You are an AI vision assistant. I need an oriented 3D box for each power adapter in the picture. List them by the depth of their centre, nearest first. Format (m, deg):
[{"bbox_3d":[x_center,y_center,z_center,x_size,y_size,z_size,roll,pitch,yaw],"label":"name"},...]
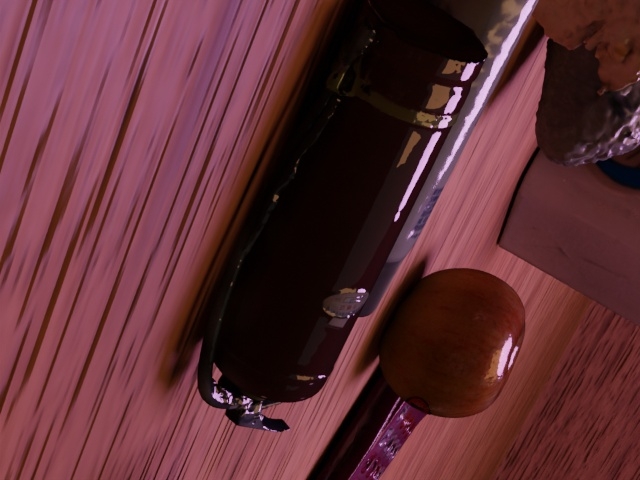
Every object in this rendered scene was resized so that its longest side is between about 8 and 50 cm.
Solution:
[{"bbox_3d":[0.245,-0.012,1.061,0.130,0.205,0.125,-55,167,-28],"label":"power adapter"}]

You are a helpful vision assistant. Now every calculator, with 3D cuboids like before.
[{"bbox_3d":[0.038,0.115,0.945,0.190,0.034,0.126,-52,168,-8],"label":"calculator"}]

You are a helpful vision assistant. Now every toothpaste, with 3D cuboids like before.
[{"bbox_3d":[0.049,-0.079,0.501,0.239,0.039,0.062,-64,-152,25],"label":"toothpaste"}]

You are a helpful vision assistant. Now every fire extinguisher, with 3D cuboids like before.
[{"bbox_3d":[0.000,0.000,0.492,0.064,0.043,0.158,-2,124,-49],"label":"fire extinguisher"}]

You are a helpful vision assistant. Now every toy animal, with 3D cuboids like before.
[{"bbox_3d":[0.181,-0.145,0.787,0.253,0.079,0.070,-57,-171,-6],"label":"toy animal"}]

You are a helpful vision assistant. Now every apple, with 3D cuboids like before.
[{"bbox_3d":[0.071,0.055,0.848,0.084,0.071,0.084,23,90,-80],"label":"apple"}]

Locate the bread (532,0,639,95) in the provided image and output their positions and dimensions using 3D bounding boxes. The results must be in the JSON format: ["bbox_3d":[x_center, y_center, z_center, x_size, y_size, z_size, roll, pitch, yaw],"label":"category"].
[{"bbox_3d":[0.157,-0.152,0.654,0.173,0.085,0.134,-46,162,-46],"label":"bread"}]
